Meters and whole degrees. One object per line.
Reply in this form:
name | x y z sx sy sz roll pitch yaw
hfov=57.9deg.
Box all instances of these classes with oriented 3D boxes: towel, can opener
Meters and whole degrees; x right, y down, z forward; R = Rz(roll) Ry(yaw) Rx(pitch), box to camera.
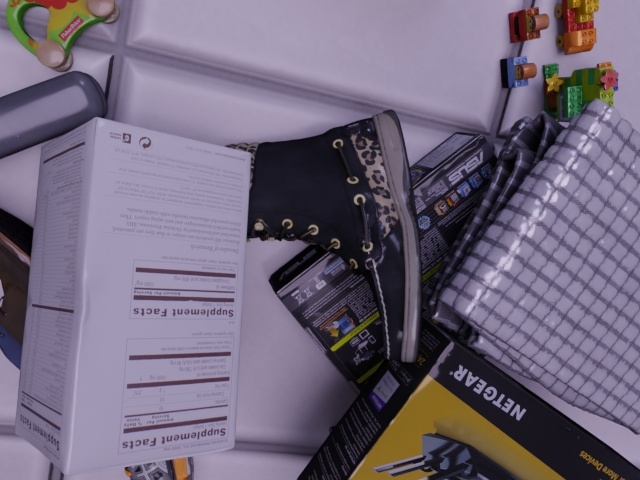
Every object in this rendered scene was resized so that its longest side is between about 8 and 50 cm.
towel | 0.257 0.032 0.576 0.284 0.121 0.235 31 93 -21
can opener | -0.332 -0.098 0.488 0.283 0.076 0.095 -24 108 -8

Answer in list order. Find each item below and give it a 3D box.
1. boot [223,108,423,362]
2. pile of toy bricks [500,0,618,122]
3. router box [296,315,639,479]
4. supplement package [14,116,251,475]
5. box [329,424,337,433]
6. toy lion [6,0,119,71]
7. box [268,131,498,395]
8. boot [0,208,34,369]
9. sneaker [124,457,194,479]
boot | 0.000 0.000 0.535 0.179 0.085 0.236 -6 72 6
pile of toy bricks | 0.270 -0.156 0.602 0.118 0.105 0.212 -13 106 -10
router box | 0.150 0.256 0.571 0.309 0.081 0.243 35 93 -17
supplement package | -0.154 0.043 0.478 0.134 0.139 0.244 7 84 -40
box | 0.130 0.276 0.670 0.207 0.108 0.153 -13 105 -10
toy lion | -0.236 -0.216 0.508 0.096 0.034 0.100 44 91 -12
box | 0.113 0.046 0.637 0.270 0.060 0.216 -38 109 -2
boot | -0.281 0.053 0.533 0.106 0.082 0.219 -46 111 -2
sneaker | -0.176 0.214 0.600 0.083 0.084 0.214 -7 94 -13
